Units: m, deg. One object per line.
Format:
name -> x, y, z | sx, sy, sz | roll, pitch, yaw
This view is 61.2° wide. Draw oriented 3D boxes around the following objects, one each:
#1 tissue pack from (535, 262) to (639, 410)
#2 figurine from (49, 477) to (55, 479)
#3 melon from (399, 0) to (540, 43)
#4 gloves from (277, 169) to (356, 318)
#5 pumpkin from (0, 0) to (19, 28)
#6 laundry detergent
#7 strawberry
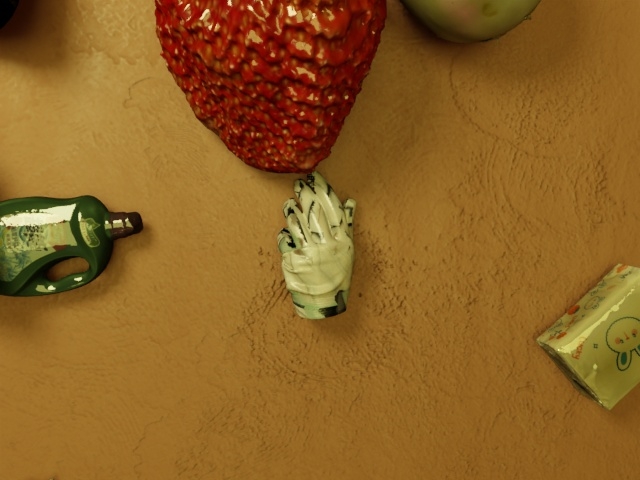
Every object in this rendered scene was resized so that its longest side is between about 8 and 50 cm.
tissue pack -> 0.482, 0.155, 0.889 | 0.196, 0.092, 0.148 | -43, 97, -2
figurine -> -0.429, 0.409, 0.835 | 0.050, 0.047, 0.083 | -8, 103, 9
melon -> 0.186, -0.420, 0.742 | 0.223, 0.223, 0.317 | -41, 103, -2
gloves -> -0.002, 0.002, 0.817 | 0.127, 0.111, 0.212 | -4, 103, -1
pumpkin -> -0.514, -0.407, 0.690 | 0.325, 0.242, 0.232 | 19, 63, -3
laundry detergent -> -0.371, 0.004, 0.789 | 0.221, 0.078, 0.144 | -7, 98, -8
strawberry -> -0.066, -0.260, 0.732 | 0.312, 0.267, 0.351 | 15, 125, 18
